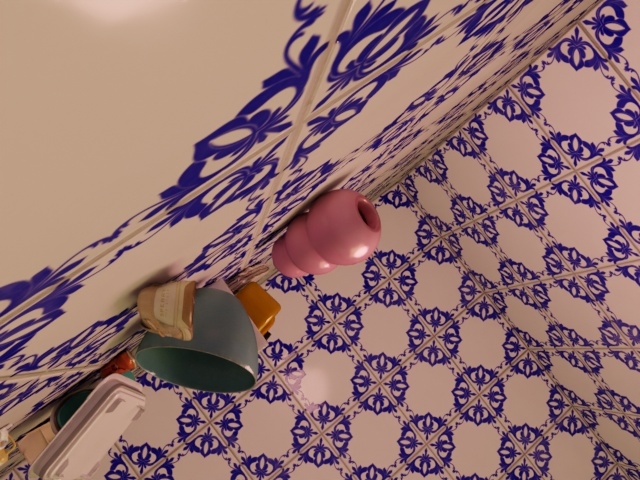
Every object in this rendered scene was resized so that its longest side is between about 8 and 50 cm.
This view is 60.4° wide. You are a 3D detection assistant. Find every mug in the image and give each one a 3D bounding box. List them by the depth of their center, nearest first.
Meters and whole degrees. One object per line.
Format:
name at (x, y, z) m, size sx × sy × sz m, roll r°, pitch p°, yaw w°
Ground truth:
mug at (-0.792, 0.518, 1.339) m, size 0.078 × 0.064 × 0.062 m, roll -38°, pitch 177°, yaw 11°

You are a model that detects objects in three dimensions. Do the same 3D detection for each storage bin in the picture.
storage bin at (-0.900, 0.686, 1.948) m, size 0.260 × 0.123 × 0.262 m, roll -26°, pitch 174°, yaw -24°

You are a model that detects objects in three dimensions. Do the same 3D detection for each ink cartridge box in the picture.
ink cartridge box at (-0.294, 0.256, 1.564) m, size 0.168 × 0.232 × 0.171 m, roll -34°, pitch 177°, yaw -22°

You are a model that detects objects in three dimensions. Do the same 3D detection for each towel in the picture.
towel at (-0.294, 0.157, 1.932) m, size 0.187 × 0.049 × 0.282 m, roll -36°, pitch 177°, yaw 12°

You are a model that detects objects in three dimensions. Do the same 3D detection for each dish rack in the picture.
dish rack at (-0.639, 0.552, 1.576) m, size 0.332 × 0.072 × 0.285 m, roll -52°, pitch 163°, yaw -17°

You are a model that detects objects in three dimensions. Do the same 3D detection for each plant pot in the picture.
plant pot at (-0.282, 0.231, 1.352) m, size 0.290 × 0.290 × 0.195 m, roll -40°, pitch -147°, yaw 49°

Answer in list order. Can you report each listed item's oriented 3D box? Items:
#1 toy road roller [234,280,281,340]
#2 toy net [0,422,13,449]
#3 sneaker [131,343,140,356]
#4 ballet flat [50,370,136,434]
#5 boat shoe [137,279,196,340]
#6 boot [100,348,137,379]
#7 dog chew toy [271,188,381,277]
toy road roller at (-0.274, 0.279, 1.798) m, size 0.240 × 0.202 × 0.329 m, roll -52°, pitch 173°, yaw 33°
toy net at (-0.805, 0.512, 1.261) m, size 0.232 × 0.045 × 0.122 m, roll -36°, pitch 177°, yaw -23°
sneaker at (-0.518, 0.364, 1.741) m, size 0.106 × 0.123 × 0.290 m, roll -38°, pitch 180°, yaw -38°
ballet flat at (-0.725, 0.512, 1.704) m, size 0.139 × 0.139 × 0.400 m, roll -38°, pitch 179°, yaw 13°
boat shoe at (-0.283, 0.127, 1.018) m, size 0.098 × 0.109 × 0.302 m, roll 4°, pitch 167°, yaw -12°
boot at (-0.579, 0.361, 1.573) m, size 0.085 × 0.059 × 0.158 m, roll -29°, pitch 174°, yaw -41°
dog chew toy at (0.000, 0.000, 1.494) m, size 0.332 × 0.206 × 0.207 m, roll -30°, pitch -178°, yaw 32°
